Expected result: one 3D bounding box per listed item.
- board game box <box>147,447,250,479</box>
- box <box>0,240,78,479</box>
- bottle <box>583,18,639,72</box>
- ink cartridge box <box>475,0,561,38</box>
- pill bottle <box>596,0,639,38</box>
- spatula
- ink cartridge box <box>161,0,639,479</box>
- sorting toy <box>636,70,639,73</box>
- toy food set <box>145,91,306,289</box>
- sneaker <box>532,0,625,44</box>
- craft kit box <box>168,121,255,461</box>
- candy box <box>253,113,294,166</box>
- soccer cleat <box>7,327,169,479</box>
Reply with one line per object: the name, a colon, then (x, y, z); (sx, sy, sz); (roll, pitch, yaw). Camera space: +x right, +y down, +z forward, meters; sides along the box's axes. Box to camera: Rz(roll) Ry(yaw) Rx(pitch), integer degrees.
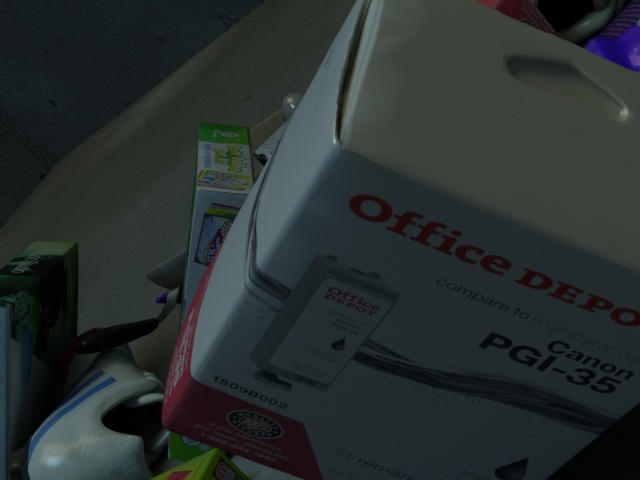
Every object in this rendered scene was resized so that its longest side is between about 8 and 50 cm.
board game box: (-0.145, 0.242, 1.114); (0.181, 0.043, 0.092); (-30, 20, 38)
box: (-0.305, 0.141, 1.397); (0.058, 0.232, 0.322); (3, 11, -1)
bottle: (0.256, -0.115, 0.861); (0.283, 0.092, 0.118); (-23, 14, 11)
ink cartridge box: (0.121, -0.069, 1.063); (0.092, 0.158, 0.218); (-18, 29, 53)
pill bottle: (0.229, -0.101, 0.979); (0.193, 0.108, 0.108); (-45, 16, -9)
spatula: (-0.173, 0.076, 1.448); (0.084, 0.030, 0.296); (-28, 1, 25)
ink cartridge box: (0.057, 0.025, 0.710); (0.283, 0.207, 0.117); (123, 166, -51)
sorting toy: (0.179, -0.040, 0.790); (0.208, 0.193, 0.038); (-19, 65, 9)
toy food set: (-0.081, -0.078, 1.693); (0.220, 0.092, 0.306); (-27, 22, 44)
sneaker: (0.271, -0.266, 1.343); (0.252, 0.103, 0.111); (-49, 20, 1)
craft kit box: (-0.099, 0.039, 1.245); (0.250, 0.061, 0.247); (-105, 24, -72)
candy box: (0.077, -0.101, 1.251); (0.233, 0.159, 0.071); (-44, 16, -5)
soccer cleat: (-0.197, 0.172, 1.346); (0.143, 0.116, 0.331); (-17, 18, 8)
